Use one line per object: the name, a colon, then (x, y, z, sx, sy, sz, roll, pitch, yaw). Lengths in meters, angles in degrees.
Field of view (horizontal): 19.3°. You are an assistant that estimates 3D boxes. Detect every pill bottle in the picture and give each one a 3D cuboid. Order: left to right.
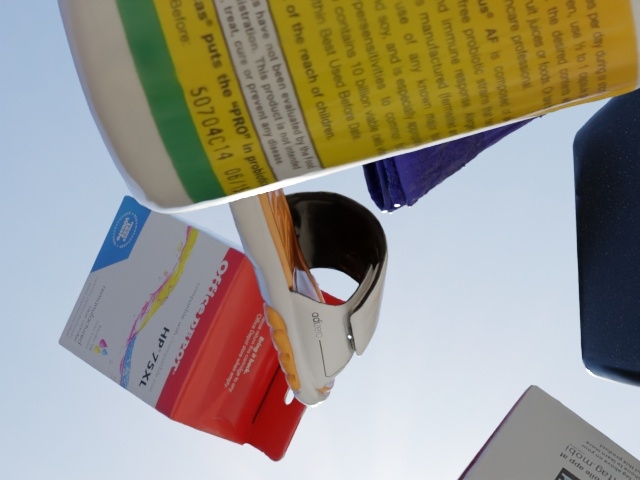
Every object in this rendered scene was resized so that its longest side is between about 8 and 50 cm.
pill bottle: (0.036, -0.088, 0.520, 0.208, 0.117, 0.117, -16, -40, 3)

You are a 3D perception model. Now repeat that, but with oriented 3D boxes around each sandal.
sandal: (0.001, 0.008, 1.101, 0.076, 0.102, 0.265, -10, -35, 6)

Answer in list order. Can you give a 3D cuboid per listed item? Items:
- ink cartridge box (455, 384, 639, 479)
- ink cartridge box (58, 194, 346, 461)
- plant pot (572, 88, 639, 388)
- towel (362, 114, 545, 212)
ink cartridge box: (0.036, 0.267, 0.905, 0.272, 0.130, 0.309, -44, -14, -50)
ink cartridge box: (-0.091, 0.063, 1.410, 0.078, 0.231, 0.134, 24, -90, -38)
plant pot: (0.224, -0.001, 0.900, 0.188, 0.187, 0.167, 9, -16, -39)
towel: (0.160, -0.181, 1.767, 0.308, 0.076, 0.227, -36, -44, -23)
